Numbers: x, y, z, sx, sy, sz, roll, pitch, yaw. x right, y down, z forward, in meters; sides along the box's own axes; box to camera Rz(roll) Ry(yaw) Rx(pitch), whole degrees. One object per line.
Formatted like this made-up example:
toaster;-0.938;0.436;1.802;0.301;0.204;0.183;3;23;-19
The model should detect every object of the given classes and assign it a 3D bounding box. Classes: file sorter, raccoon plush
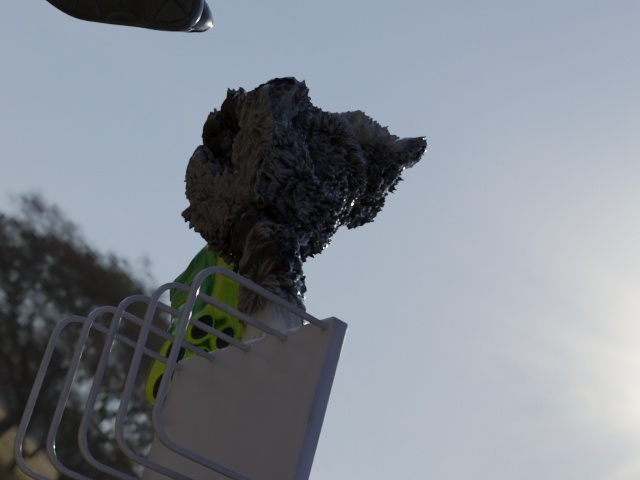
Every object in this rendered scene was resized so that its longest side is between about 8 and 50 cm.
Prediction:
file sorter;-0.143;0.155;1.370;0.173;0.193;0.278;31;-30;-29
raccoon plush;0.000;0.000;1.792;0.299;0.446;0.216;19;-34;-33

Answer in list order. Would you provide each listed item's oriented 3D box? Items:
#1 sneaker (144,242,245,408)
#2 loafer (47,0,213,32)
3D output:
sneaker;-0.149;0.103;1.890;0.109;0.295;0.123;37;-29;-20
loafer;-0.272;-0.330;1.947;0.267;0.096;0.084;18;-4;21
